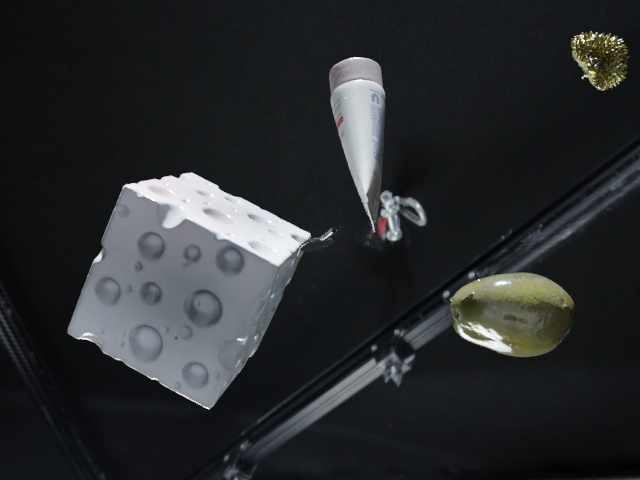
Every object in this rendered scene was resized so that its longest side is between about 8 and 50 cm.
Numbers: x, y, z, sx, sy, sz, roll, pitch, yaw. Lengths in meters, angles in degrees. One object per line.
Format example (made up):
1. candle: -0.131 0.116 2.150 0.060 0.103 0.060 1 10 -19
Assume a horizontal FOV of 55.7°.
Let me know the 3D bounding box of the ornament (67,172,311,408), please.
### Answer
1. ornament: -0.187 0.060 0.928 0.240 0.240 0.239 28 -76 4

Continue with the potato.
1. potato: 0.360 0.138 1.138 0.235 0.160 0.177 5 -57 -2

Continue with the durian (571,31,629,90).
1. durian: 0.620 -0.405 1.346 0.146 0.208 0.102 49 -48 -1

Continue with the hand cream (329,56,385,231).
1. hand cream: 0.063 -0.145 0.910 0.083 0.247 0.133 -7 -19 10

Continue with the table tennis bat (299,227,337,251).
1. table tennis bat: 0.000 0.000 0.891 0.050 0.007 0.083 -2 -20 -31
